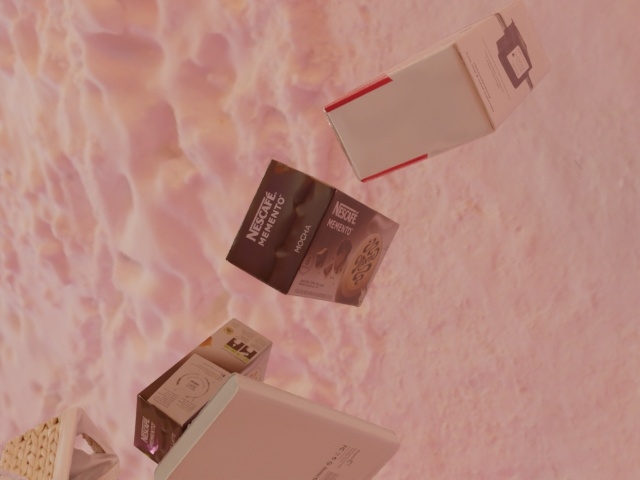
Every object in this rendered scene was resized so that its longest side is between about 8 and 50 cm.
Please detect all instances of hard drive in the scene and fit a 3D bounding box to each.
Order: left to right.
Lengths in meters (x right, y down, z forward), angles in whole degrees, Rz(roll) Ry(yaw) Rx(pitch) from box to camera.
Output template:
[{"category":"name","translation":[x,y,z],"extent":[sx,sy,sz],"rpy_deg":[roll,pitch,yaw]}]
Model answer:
[{"category":"hard drive","translation":[-0.055,0.317,0.989],"extent":[0.203,0.307,0.040],"rpy_deg":[-51,33,15]}]

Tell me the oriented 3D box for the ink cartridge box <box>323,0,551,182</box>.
[{"category":"ink cartridge box","translation":[0.142,-0.175,0.777],"extent":[0.172,0.237,0.100],"rpy_deg":[-18,105,39]}]

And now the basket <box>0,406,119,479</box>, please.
[{"category":"basket","translation":[-0.310,0.300,0.797],"extent":[0.167,0.103,0.113],"rpy_deg":[-115,2,-61]}]

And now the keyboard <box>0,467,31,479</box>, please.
[{"category":"keyboard","translation":[-0.189,0.137,0.338],"extent":[0.256,0.072,0.014],"rpy_deg":[-19,91,54]}]

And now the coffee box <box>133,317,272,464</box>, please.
[{"category":"coffee box","translation":[-0.202,0.266,1.192],"extent":[0.098,0.246,0.141],"rpy_deg":[29,128,19]}]

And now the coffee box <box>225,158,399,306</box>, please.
[{"category":"coffee box","translation":[0.000,0.000,1.081],"extent":[0.119,0.297,0.168],"rpy_deg":[27,92,25]}]
